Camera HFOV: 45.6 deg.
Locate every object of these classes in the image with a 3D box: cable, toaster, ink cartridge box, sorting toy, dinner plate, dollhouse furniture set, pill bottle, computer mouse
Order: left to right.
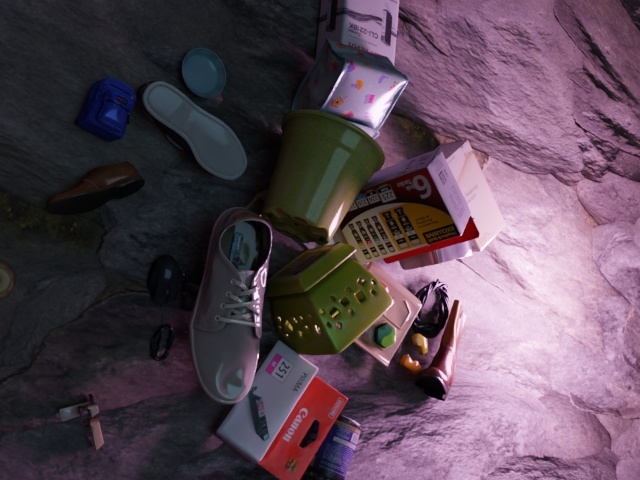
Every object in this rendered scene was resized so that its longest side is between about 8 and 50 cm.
[{"bbox_3d":[-0.498,0.393,1.580,0.081,0.091,0.114,-14,100,-23],"label":"dollhouse furniture set"},{"bbox_3d":[-0.353,0.152,1.724,0.071,0.041,0.241,3,87,-39],"label":"computer mouse"},{"bbox_3d":[-0.086,0.423,1.854,0.239,0.060,0.275,36,64,-2],"label":"ink cartridge box"},{"bbox_3d":[0.016,0.555,1.945,0.123,0.123,0.219,34,67,-32],"label":"pill bottle"},{"bbox_3d":[0.055,-0.023,2.062,0.141,0.017,0.141,13,71,-42],"label":"dinner plate"},{"bbox_3d":[0.105,-0.601,2.079,0.197,0.114,0.272,10,82,-38],"label":"ink cartridge box"},{"bbox_3d":[0.201,0.232,2.128,0.307,0.041,0.229,40,67,-21],"label":"sorting toy"},{"bbox_3d":[0.222,-0.056,2.001,0.271,0.310,0.130,60,35,-16],"label":"ink cartridge box"},{"bbox_3d":[0.337,0.201,2.267,0.184,0.047,0.150,-43,114,-32],"label":"cable"},{"bbox_3d":[0.330,0.011,2.184,0.168,0.186,0.110,-12,88,-39],"label":"toaster"}]

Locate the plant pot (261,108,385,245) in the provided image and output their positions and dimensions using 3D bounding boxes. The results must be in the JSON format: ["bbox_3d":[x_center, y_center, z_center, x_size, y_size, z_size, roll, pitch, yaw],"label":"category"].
[{"bbox_3d":[-0.015,-0.137,1.859,0.276,0.276,0.253,35,67,-32],"label":"plant pot"}]

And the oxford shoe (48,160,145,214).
[{"bbox_3d":[-0.488,-0.114,1.626,0.212,0.076,0.076,-25,73,-34],"label":"oxford shoe"}]

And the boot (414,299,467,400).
[{"bbox_3d":[0.370,0.307,2.194,0.264,0.096,0.280,46,61,-60],"label":"boot"}]

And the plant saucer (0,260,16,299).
[{"bbox_3d":[-0.646,0.079,1.511,0.084,0.015,0.083,3,86,-38],"label":"plant saucer"}]

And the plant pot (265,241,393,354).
[{"bbox_3d":[0.004,0.138,1.899,0.228,0.227,0.207,-37,104,-33],"label":"plant pot"}]

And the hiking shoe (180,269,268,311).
[{"bbox_3d":[-0.222,0.101,1.802,0.227,0.086,0.114,-9,97,-38],"label":"hiking shoe"}]

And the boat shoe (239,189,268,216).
[{"bbox_3d":[-0.153,-0.083,1.889,0.153,0.048,0.056,-30,106,-36],"label":"boat shoe"}]

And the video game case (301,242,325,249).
[{"bbox_3d":[0.000,0.000,2.031,0.122,0.011,0.087,43,63,-29],"label":"video game case"}]

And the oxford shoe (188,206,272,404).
[{"bbox_3d":[-0.193,0.140,1.704,0.169,0.130,0.448,10,80,-28],"label":"oxford shoe"}]

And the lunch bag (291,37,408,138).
[{"bbox_3d":[0.063,-0.360,1.979,0.224,0.160,0.262,7,125,-38],"label":"lunch bag"}]

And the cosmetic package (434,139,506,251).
[{"bbox_3d":[0.427,-0.132,2.315,0.160,0.113,0.309,-42,114,-32],"label":"cosmetic package"}]

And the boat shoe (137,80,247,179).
[{"bbox_3d":[-0.293,-0.258,1.759,0.114,0.091,0.302,-47,119,-8],"label":"boat shoe"}]

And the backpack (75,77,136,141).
[{"bbox_3d":[-0.447,-0.286,1.635,0.098,0.101,0.120,31,66,-41],"label":"backpack"}]

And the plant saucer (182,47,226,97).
[{"bbox_3d":[-0.283,-0.399,1.820,0.119,0.021,0.119,3,85,-39],"label":"plant saucer"}]
